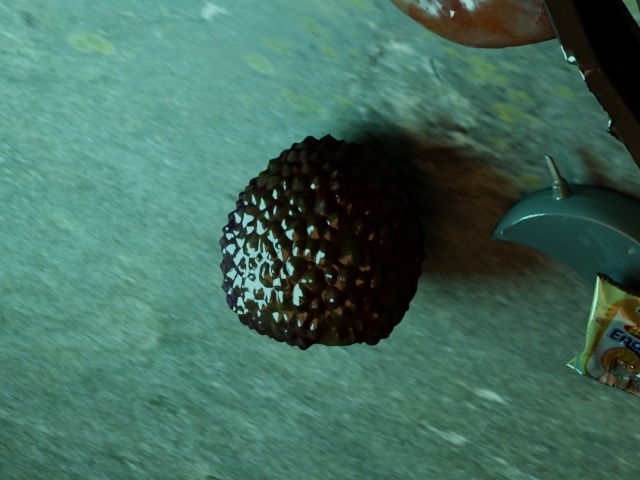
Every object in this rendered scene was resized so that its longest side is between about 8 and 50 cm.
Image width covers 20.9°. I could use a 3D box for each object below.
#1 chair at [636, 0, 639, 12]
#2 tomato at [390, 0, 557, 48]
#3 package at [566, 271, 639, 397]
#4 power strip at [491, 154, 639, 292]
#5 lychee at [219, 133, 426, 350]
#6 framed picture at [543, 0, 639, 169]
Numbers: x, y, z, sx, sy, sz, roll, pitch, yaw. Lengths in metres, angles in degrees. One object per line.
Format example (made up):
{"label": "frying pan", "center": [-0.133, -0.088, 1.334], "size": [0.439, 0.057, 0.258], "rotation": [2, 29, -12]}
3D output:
{"label": "chair", "center": [0.281, -0.234, 0.912], "size": [0.365, 0.362, 0.410], "rotation": [-31, 92, 17]}
{"label": "tomato", "center": [0.128, -0.237, 1.165], "size": [0.208, 0.184, 0.208], "rotation": [30, 149, 21]}
{"label": "package", "center": [0.261, 0.086, 1.406], "size": [0.108, 0.031, 0.120], "rotation": [23, 136, 15]}
{"label": "power strip", "center": [0.232, 0.020, 1.424], "size": [0.137, 0.044, 0.216], "rotation": [-26, 109, 46]}
{"label": "lychee", "center": [0.000, 0.000, 1.480], "size": [0.188, 0.188, 0.188], "rotation": [19, 135, 21]}
{"label": "framed picture", "center": [0.166, -0.106, 0.988], "size": [0.019, 0.209, 0.281], "rotation": [-27, 148, 17]}
